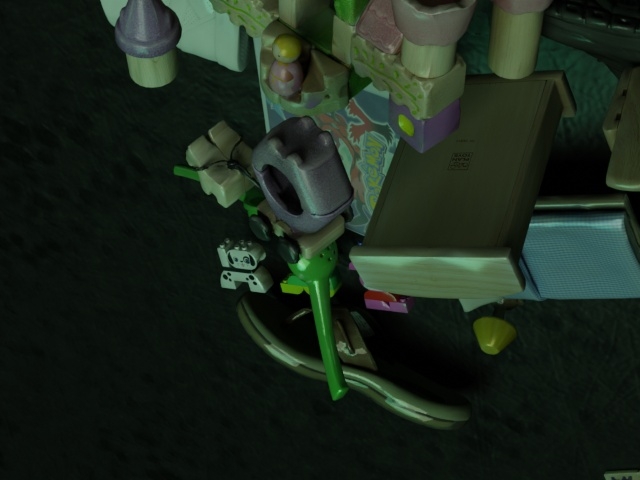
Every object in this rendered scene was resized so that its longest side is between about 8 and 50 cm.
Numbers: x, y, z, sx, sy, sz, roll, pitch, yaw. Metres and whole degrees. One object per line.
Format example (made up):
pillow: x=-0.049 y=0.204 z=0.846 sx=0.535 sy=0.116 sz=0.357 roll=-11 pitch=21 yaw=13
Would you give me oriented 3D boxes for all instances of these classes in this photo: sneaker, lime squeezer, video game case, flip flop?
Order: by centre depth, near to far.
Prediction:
sneaker: x=0.292 y=-0.149 z=1.169 sx=0.286 sy=0.109 sz=0.130 roll=19 pitch=139 yaw=16
sneaker: x=-0.136 y=-0.294 z=1.270 sx=0.169 sy=0.108 sz=0.293 roll=17 pitch=133 yaw=11
video game case: x=0.018 y=-0.096 z=1.335 sx=0.183 sy=0.023 sz=0.201 roll=24 pitch=137 yaw=34
lime squeezer: x=-0.039 y=0.002 z=1.403 sx=0.310 sy=0.058 sz=0.110 roll=53 pitch=147 yaw=22
flip flop: x=0.041 y=0.115 z=1.513 sx=0.277 sy=0.112 sz=0.080 roll=26 pitch=107 yaw=10

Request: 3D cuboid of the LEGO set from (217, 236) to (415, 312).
LEGO set: x=0.000 y=0.000 z=1.451 sx=0.227 sy=0.087 sz=0.093 roll=6 pitch=125 yaw=32

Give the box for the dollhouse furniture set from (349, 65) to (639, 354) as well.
dollhouse furniture set: x=0.209 y=0.028 z=1.218 sx=0.286 sy=0.198 sz=0.303 roll=1 pitch=143 yaw=29

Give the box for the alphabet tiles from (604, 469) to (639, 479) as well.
alphabet tiles: x=0.381 y=0.327 z=1.559 sx=0.237 sy=0.009 sz=0.198 roll=-10 pitch=120 yaw=32

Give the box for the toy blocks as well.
toy blocks: x=-0.002 y=-0.215 z=1.059 sx=0.288 sy=0.309 sz=0.260 roll=38 pitch=152 yaw=25
